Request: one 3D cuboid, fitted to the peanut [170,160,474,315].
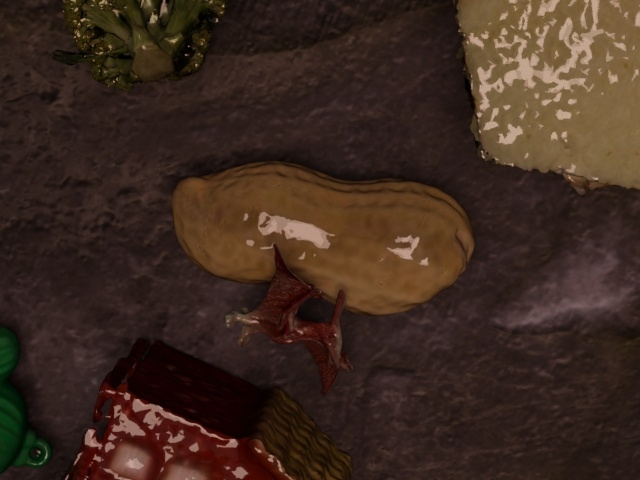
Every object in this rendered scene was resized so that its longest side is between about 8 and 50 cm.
[{"bbox_3d":[0.000,0.000,1.165,0.256,0.123,0.123,6,100,8],"label":"peanut"}]

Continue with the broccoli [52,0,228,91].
[{"bbox_3d":[-0.145,-0.179,1.141,0.131,0.120,0.130,16,124,-31],"label":"broccoli"}]

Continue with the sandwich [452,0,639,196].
[{"bbox_3d":[0.244,-0.177,1.093,0.325,0.131,0.262,-41,107,7],"label":"sandwich"}]

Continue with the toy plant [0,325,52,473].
[{"bbox_3d":[-0.321,0.135,1.216,0.200,0.105,0.143,22,86,-18],"label":"toy plant"}]

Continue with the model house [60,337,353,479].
[{"bbox_3d":[-0.078,0.204,1.160,0.254,0.196,0.160,18,98,0],"label":"model house"}]

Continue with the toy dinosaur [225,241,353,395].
[{"bbox_3d":[-0.023,0.071,1.157,0.108,0.220,0.032,8,57,21],"label":"toy dinosaur"}]
